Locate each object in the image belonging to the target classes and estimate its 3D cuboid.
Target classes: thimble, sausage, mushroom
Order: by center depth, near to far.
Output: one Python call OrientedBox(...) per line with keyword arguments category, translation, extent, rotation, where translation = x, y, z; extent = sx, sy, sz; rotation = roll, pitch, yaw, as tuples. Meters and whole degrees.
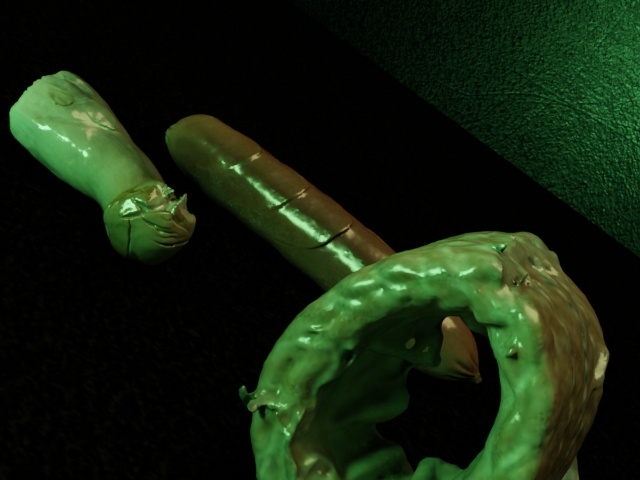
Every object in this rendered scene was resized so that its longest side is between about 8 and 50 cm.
OrientedBox(category="thimble", translation=(0.073, 0.108, 0.736), extent=(0.196, 0.229, 0.148), rotation=(56, 24, 9))
OrientedBox(category="mushroom", translation=(-0.189, -0.062, 0.993), extent=(0.223, 0.081, 0.092), rotation=(46, 3, 30))
OrientedBox(category="sausage", translation=(0.000, 0.000, 1.152), extent=(0.433, 0.088, 0.088), rotation=(39, 18, 18))

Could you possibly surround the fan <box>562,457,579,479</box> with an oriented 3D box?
OrientedBox(category="fan", translation=(0.227, 0.224, 1.055), extent=(0.057, 0.023, 0.282), rotation=(26, 17, 4))
